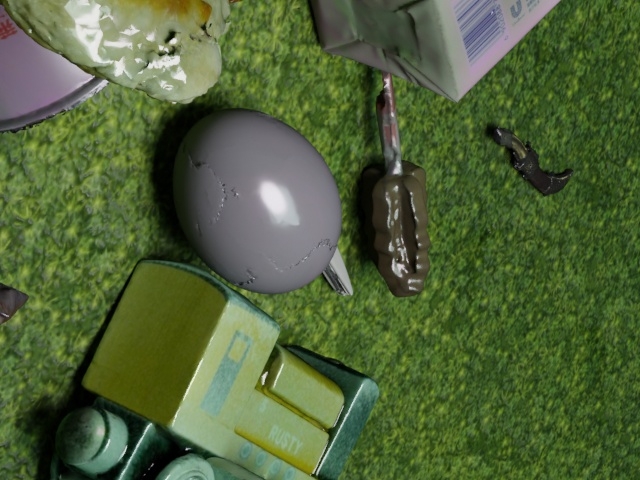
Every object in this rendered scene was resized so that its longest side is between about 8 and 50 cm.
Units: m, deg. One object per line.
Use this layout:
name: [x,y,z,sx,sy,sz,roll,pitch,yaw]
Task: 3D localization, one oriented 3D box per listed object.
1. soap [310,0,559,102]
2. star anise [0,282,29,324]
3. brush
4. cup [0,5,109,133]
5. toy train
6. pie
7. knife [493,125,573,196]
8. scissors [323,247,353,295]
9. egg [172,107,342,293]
soap: [0.109,-0.260,1.824,0.199,0.182,0.138,-45,138,-24]
star anise: [-0.347,0.041,1.498,0.315,0.108,0.315,-21,124,-34]
brush: [0.075,-0.086,1.980,0.071,0.084,0.301,-9,117,-6]
cup: [-0.262,-0.245,1.383,0.203,0.203,0.288,-49,136,-20]
toy train: [-0.094,0.190,1.877,0.397,0.160,0.253,38,74,-53]
pie: [-0.148,-0.221,1.323,0.257,0.105,0.274,49,34,-19]
knife: [0.238,-0.088,2.226,0.222,0.021,0.046,24,92,-58]
scissors: [0.000,0.000,1.982,0.085,0.022,0.176,-52,140,-24]
egg: [-0.059,-0.036,1.779,0.146,0.146,0.199,-52,133,-16]
